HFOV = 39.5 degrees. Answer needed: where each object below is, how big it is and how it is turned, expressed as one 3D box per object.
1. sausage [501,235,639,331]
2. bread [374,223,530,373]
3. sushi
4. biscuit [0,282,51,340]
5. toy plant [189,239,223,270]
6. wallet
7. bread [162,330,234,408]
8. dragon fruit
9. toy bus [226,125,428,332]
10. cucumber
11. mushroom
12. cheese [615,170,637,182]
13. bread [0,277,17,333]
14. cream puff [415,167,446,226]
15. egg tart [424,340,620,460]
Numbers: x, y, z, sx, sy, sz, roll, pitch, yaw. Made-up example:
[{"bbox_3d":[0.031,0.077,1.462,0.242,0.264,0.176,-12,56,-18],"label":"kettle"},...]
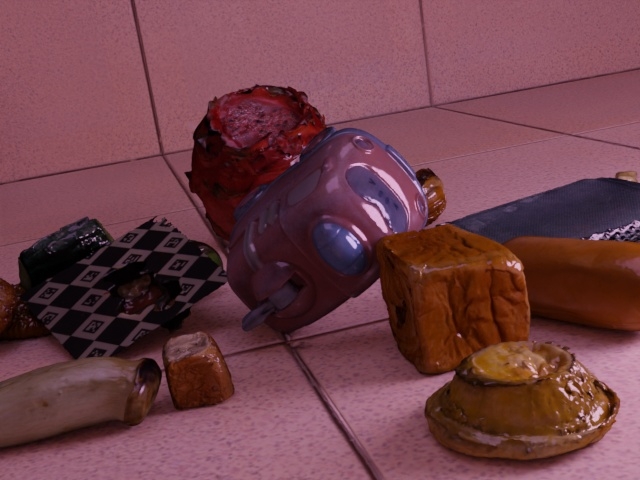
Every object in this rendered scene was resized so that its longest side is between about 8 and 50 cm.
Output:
[{"bbox_3d":[0.295,0.045,1.151,0.112,0.112,0.328,-21,19,-38],"label":"sausage"},{"bbox_3d":[0.158,0.069,1.084,0.143,0.148,0.158,-15,22,-15],"label":"bread"},{"bbox_3d":[-0.291,0.087,1.363,0.264,0.050,0.290,-33,36,-20],"label":"sushi"},{"bbox_3d":[-0.447,0.096,1.506,0.306,0.038,0.305,-8,15,2],"label":"biscuit"},{"bbox_3d":[-0.236,0.043,1.484,0.162,0.092,0.093,5,20,45],"label":"toy plant"},{"bbox_3d":[0.385,-0.020,1.404,0.342,0.075,0.237,-16,18,-22],"label":"wallet"},{"bbox_3d":[-0.147,0.154,1.065,0.077,0.070,0.083,-12,18,-8],"label":"bread"},{"bbox_3d":[-0.106,-0.140,1.709,0.296,0.301,0.295,-5,21,2],"label":"dragon fruit"},{"bbox_3d":[0.000,0.000,1.223,0.294,0.197,0.231,-37,15,23],"label":"toy bus"},{"bbox_3d":[-0.411,0.030,1.507,0.193,0.115,0.085,-21,63,-33],"label":"cucumber"},{"bbox_3d":[-0.336,0.190,1.020,0.312,0.081,0.100,-11,9,-3],"label":"mushroom"},{"bbox_3d":[0.597,-0.119,1.740,0.044,0.030,0.083,-10,8,18],"label":"cheese"},{"bbox_3d":[-0.550,0.123,1.356,0.193,0.063,0.193,-14,36,10],"label":"bread"},{"bbox_3d":[0.181,-0.076,1.670,0.119,0.104,0.133,-37,-8,28],"label":"cream puff"},{"bbox_3d":[0.198,0.150,0.887,0.191,0.074,0.191,-6,14,1],"label":"egg tart"}]
